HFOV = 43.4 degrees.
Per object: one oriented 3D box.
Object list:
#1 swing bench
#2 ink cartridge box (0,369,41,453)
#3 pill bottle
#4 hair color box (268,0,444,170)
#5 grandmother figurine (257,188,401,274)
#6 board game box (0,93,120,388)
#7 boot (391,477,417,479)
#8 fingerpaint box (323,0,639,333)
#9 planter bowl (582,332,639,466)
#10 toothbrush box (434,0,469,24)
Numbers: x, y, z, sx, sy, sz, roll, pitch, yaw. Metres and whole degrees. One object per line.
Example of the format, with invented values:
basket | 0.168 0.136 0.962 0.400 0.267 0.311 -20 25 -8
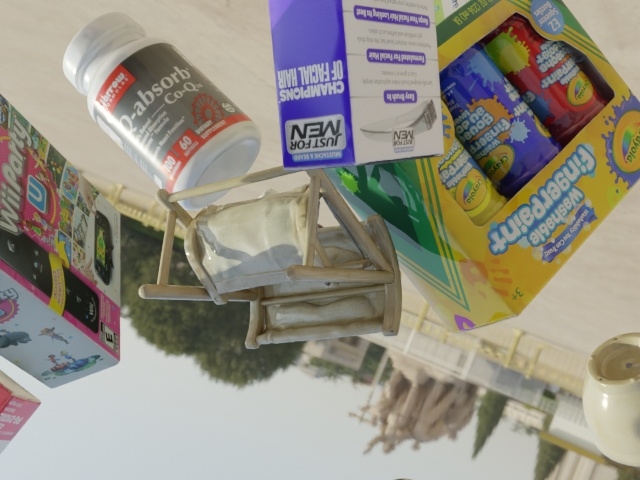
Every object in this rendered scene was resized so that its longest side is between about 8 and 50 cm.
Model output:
swing bench | -0.056 0.030 1.079 0.253 0.165 0.255 -10 153 31
ink cartridge box | -0.456 0.217 0.867 0.172 0.237 0.100 35 167 10
pill bottle | -0.301 -0.246 1.509 0.363 0.210 0.210 44 180 13
hair color box | 0.038 -0.251 0.876 0.110 0.338 0.185 -2 -173 38
grandmother figurine | 0.000 0.000 1.610 0.342 0.104 0.208 32 169 -36
board game box | -0.331 -0.011 0.855 0.098 0.224 0.303 -20 142 11
boot | 0.161 0.234 0.509 0.236 0.085 0.179 40 150 -16
fingerpaint box | 0.257 -0.148 1.188 0.371 0.445 0.163 52 151 -3
planter bowl | 0.402 0.186 1.016 0.162 0.162 0.109 15 140 60
toothbrush box | 0.226 -0.370 1.601 0.283 0.122 0.206 -26 137 31
